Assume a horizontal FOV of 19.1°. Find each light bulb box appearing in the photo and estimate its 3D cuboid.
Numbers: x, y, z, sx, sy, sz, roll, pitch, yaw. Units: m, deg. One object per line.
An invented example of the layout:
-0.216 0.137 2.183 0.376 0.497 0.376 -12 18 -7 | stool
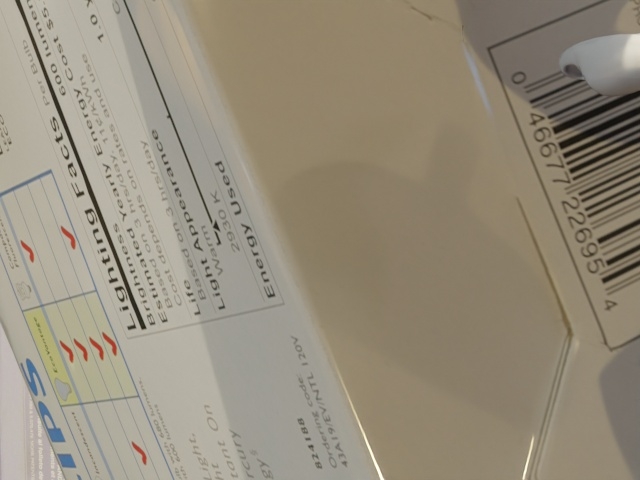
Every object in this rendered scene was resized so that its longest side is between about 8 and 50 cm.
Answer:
0.000 0.000 0.914 0.225 0.361 0.358 -23 94 -26 | light bulb box

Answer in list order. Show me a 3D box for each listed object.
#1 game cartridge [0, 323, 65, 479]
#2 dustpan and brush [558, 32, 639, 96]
-0.184 0.140 1.359 0.068 0.230 0.355 4 82 -46 | game cartridge
0.139 -0.053 0.601 0.147 0.211 0.060 33 67 -26 | dustpan and brush
